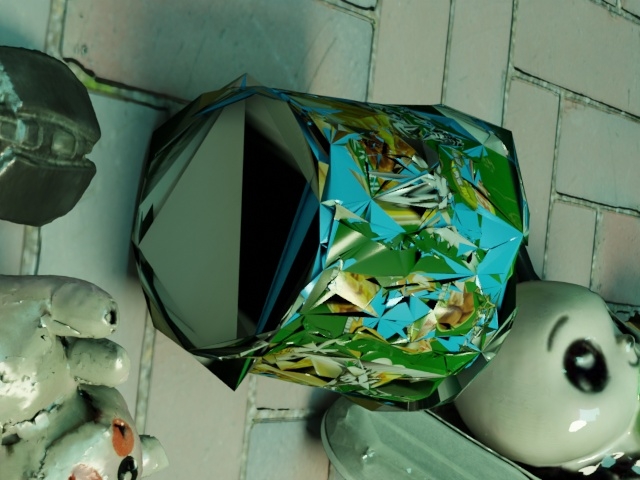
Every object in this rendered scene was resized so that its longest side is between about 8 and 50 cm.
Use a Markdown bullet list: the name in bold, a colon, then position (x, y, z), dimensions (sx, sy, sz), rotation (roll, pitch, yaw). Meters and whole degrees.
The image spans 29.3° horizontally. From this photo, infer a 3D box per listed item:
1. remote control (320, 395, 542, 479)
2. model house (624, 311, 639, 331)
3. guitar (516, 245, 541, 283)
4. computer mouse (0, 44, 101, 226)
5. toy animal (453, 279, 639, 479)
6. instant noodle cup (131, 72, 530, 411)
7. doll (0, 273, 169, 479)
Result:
- **remote control**: position (0.112, 0.202, 1.002), dimensions (0.247, 0.052, 0.104), rotation (32, 34, -4)
- **model house**: position (0.393, 0.175, 1.397), dimensions (0.181, 0.176, 0.248), rotation (-39, 159, 9)
- **guitar**: position (0.215, 0.042, 1.238), dimensions (0.084, 0.038, 0.271), rotation (-51, 130, -37)
- **computer mouse**: position (-0.195, -0.064, 0.703), dimensions (0.192, 0.062, 0.106), rotation (8, 87, -50)
- **toy animal**: position (0.232, 0.167, 1.131), dimensions (0.212, 0.212, 0.267), rotation (-31, 117, -45)
- **instant noodle cup**: position (0.000, 0.000, 0.835), dimensions (0.178, 0.240, 0.240), rotation (12, 84, -45)
- **doll**: position (-0.173, 0.111, 0.724), dimensions (0.149, 0.095, 0.192), rotation (-34, 121, -37)
